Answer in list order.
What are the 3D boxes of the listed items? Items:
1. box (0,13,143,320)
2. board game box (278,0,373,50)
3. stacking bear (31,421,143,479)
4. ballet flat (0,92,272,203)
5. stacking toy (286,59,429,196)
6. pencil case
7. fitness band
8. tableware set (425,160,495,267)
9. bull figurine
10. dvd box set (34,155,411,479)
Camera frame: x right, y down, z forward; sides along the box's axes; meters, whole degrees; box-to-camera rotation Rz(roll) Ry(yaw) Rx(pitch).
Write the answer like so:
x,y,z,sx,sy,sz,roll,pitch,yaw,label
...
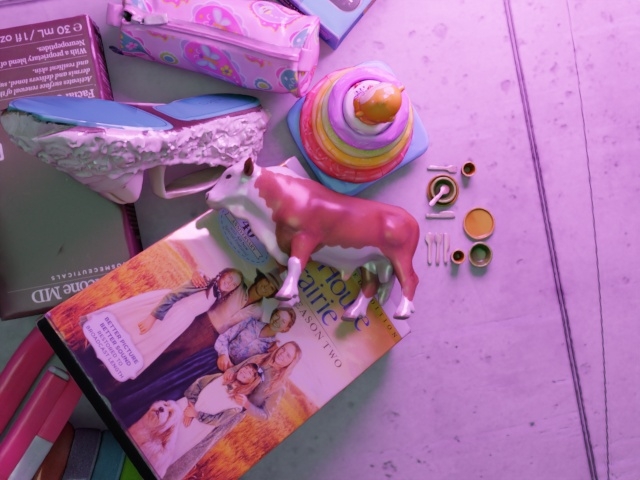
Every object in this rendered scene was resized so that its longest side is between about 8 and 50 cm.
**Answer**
x,y,z,sx,sy,sz,roll,pitch,yaw,label
-0.364,-0.096,1.283,0.191,0.143,0.382,-11,92,-5,box
0.034,-0.485,1.342,0.253,0.079,0.336,39,87,-2,board game box
-0.247,0.349,1.275,0.288,0.164,0.175,20,47,-15,stacking bear
-0.212,-0.112,1.199,0.147,0.408,0.147,8,103,38,ballet flat
0.059,-0.163,1.228,0.175,0.302,0.166,-31,92,-3,stacking toy
-0.142,-0.280,1.294,0.284,0.124,0.124,15,88,4,pencil case
-0.396,0.225,1.237,0.054,0.209,0.291,37,76,-28,fitness band
0.206,-0.038,1.376,0.104,0.024,0.154,1,89,-4,tableware set
0.000,0.000,1.236,0.310,0.101,0.189,10,73,-25,bull figurine
-0.108,0.115,1.239,0.420,0.062,0.308,-35,93,-32,dvd box set
